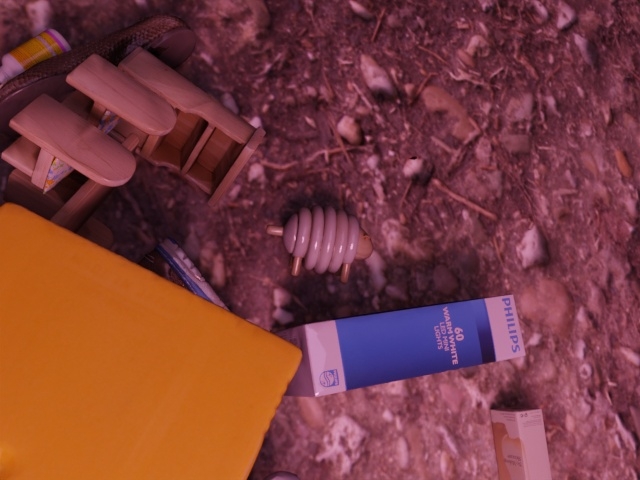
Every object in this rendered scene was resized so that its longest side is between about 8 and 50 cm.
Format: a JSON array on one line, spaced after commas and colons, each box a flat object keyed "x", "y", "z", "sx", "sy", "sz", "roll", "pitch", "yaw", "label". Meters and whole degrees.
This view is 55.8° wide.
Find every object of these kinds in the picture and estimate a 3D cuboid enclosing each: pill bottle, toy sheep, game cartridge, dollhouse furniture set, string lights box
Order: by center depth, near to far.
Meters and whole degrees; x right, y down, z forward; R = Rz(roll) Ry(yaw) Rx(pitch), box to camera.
[{"x": -0.201, "y": 0.148, "z": 0.386, "sx": 0.285, "sy": 0.053, "sz": 0.324, "roll": 27, "pitch": 55, "yaw": 1, "label": "game cartridge"}, {"x": -0.183, "y": -0.059, "z": 0.601, "sx": 0.161, "sy": 0.212, "sz": 0.242, "roll": 34, "pitch": 44, "yaw": -11, "label": "dollhouse furniture set"}, {"x": -0.317, "y": -0.194, "z": 0.665, "sx": 0.043, "sy": 0.043, "sz": 0.083, "roll": 48, "pitch": 66, "yaw": -5, "label": "pill bottle"}, {"x": 0.086, "y": 0.119, "z": 0.699, "sx": 0.259, "sy": 0.133, "sz": 0.077, "roll": -5, "pitch": 80, "yaw": -21, "label": "string lights box"}, {"x": 0.000, "y": 0.000, "z": 0.722, "sx": 0.131, "sy": 0.091, "sz": 0.091, "roll": 8, "pitch": 75, "yaw": -13, "label": "toy sheep"}]

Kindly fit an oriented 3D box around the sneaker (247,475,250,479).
[{"x": -0.150, "y": 0.186, "z": 0.624, "sx": 0.081, "sy": 0.080, "sz": 0.211, "roll": -26, "pitch": 88, "yaw": -25, "label": "sneaker"}]

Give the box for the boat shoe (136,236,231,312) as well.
[{"x": -0.135, "y": 0.087, "z": 0.665, "sx": 0.066, "sy": 0.066, "sz": 0.183, "roll": -38, "pitch": 92, "yaw": -14, "label": "boat shoe"}]

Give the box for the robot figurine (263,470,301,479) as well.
[{"x": -0.139, "y": 0.303, "z": 0.505, "sx": 0.299, "sy": 0.200, "sz": 0.354, "roll": -21, "pitch": 109, "yaw": -12, "label": "robot figurine"}]

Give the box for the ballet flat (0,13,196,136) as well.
[{"x": -0.253, "y": -0.194, "z": 0.676, "sx": 0.249, "sy": 0.084, "sz": 0.058, "roll": -37, "pitch": 75, "yaw": -25, "label": "ballet flat"}]

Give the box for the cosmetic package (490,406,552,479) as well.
[{"x": 0.256, "y": 0.273, "z": 0.770, "sx": 0.041, "sy": 0.060, "sz": 0.115, "roll": -1, "pitch": 77, "yaw": -20, "label": "cosmetic package"}]
